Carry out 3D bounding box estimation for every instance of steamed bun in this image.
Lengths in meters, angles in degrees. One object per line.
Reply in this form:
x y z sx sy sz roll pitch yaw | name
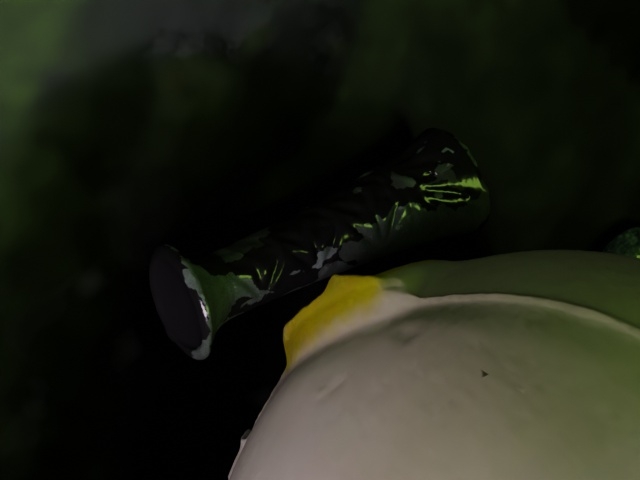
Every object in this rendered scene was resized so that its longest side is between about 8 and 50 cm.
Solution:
0.104 0.180 0.847 0.333 0.334 0.374 -7 129 -33 | steamed bun

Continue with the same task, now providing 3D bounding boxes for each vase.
0.000 0.000 0.859 0.167 0.059 0.059 -25 124 -24 | vase

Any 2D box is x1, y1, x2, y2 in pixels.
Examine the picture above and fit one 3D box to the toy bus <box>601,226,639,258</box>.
0.295 0.083 1.074 0.335 0.121 0.123 6 115 -38 | toy bus
